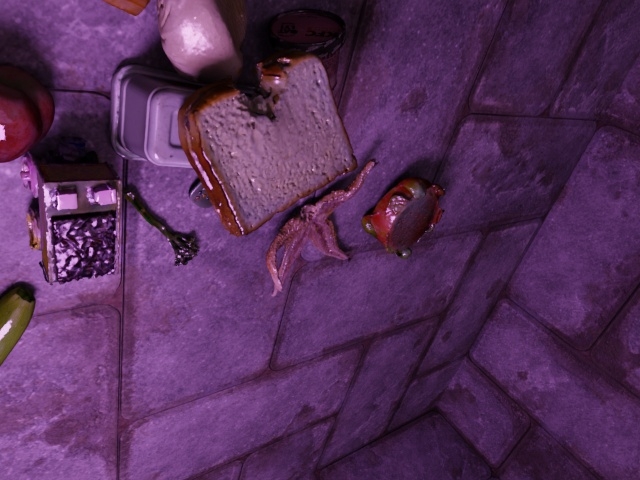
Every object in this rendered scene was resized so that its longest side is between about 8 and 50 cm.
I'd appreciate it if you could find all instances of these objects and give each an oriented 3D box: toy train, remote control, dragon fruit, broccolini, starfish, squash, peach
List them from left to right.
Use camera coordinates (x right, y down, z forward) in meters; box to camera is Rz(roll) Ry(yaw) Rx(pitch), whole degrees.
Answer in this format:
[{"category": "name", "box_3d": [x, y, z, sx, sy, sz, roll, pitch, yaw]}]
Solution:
[{"category": "squash", "box_3d": [-0.678, 0.219, 0.925, 0.292, 0.082, 0.082, -50, 141, 6]}, {"category": "peach", "box_3d": [-0.489, -0.186, 0.699, 0.152, 0.152, 0.151, -23, 136, -25]}, {"category": "toy train", "box_3d": [-0.448, -0.048, 0.818, 0.134, 0.177, 0.260, -9, 130, -37]}, {"category": "broccolini", "box_3d": [-0.352, -0.024, 1.024, 0.254, 0.058, 0.071, 62, 34, -53]}, {"category": "remote control", "box_3d": [-0.209, -0.164, 1.033, 0.222, 0.042, 0.072, -46, 139, 3]}, {"category": "starfish", "box_3d": [-0.010, -0.005, 1.283, 0.398, 0.132, 0.383, -40, 150, -27]}, {"category": "dragon fruit", "box_3d": [0.269, -0.079, 1.454, 0.269, 0.130, 0.295, -13, 131, -33]}]

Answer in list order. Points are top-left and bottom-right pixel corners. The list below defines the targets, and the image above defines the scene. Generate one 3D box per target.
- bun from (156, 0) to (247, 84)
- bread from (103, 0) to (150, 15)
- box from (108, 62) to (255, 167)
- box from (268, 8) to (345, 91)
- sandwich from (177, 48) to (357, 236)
[{"category": "bun", "box_3d": [-0.202, -0.371, 0.748, 0.145, 0.229, 0.229, -3, 139, 13]}, {"category": "bread", "box_3d": [-0.295, -0.506, 0.553, 0.314, 0.192, 0.369, 16, 100, -41]}, {"category": "box", "box_3d": [-0.206, -0.210, 0.850, 0.312, 0.183, 0.175, -2, 112, -37]}, {"category": "box", "box_3d": [-0.026, -0.377, 0.933, 0.151, 0.151, 0.135, -28, 147, -20]}, {"category": "sandwich", "box_3d": [-0.088, -0.170, 0.773, 0.273, 0.095, 0.248, -34, 127, -21]}]
